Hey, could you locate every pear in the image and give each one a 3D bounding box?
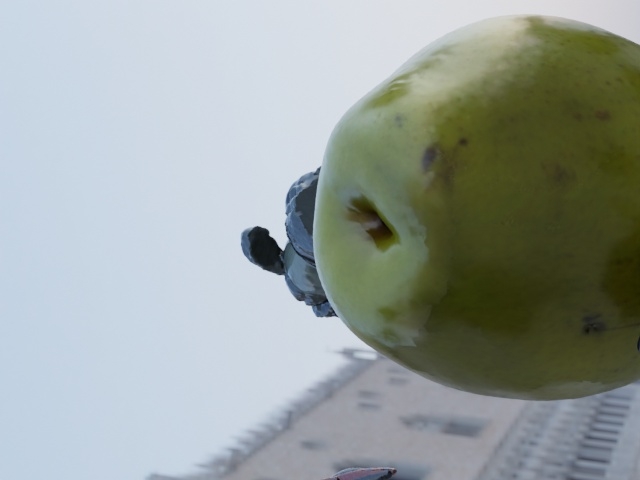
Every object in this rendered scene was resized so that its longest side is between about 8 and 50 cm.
[{"bbox_3d":[0.187,-0.026,1.239,0.418,0.362,0.362,-7,-76,-40],"label":"pear"}]

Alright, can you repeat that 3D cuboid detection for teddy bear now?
[{"bbox_3d":[-0.007,-0.010,1.804,0.251,0.171,0.144,133,155,-59],"label":"teddy bear"}]

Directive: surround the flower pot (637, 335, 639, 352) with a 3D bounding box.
[{"bbox_3d":[0.380,0.064,1.041,0.179,0.251,0.084,52,-174,-35],"label":"flower pot"}]

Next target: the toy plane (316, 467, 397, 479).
[{"bbox_3d":[-0.014,0.255,1.315,0.130,0.189,0.061,53,-150,-45],"label":"toy plane"}]
